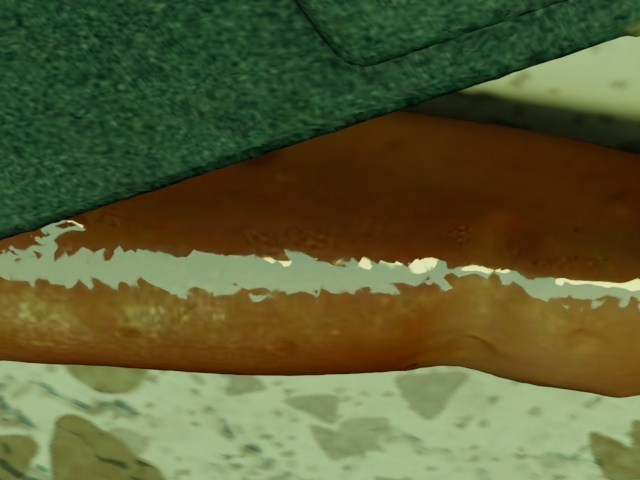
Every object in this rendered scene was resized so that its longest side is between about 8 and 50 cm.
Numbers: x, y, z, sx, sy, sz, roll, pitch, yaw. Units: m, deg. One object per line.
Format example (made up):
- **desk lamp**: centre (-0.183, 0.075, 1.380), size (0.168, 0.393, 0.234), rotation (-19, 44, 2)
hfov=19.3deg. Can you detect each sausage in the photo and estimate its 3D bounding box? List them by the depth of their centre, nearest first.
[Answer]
- **sausage**: centre (0.000, 0.000, 0.660), size (0.348, 0.094, 0.097), rotation (3, 154, -1)

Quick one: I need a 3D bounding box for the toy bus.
- **toy bus**: centre (-0.022, -0.112, 0.465), size (0.275, 0.167, 0.138), rotation (-17, 136, 24)
